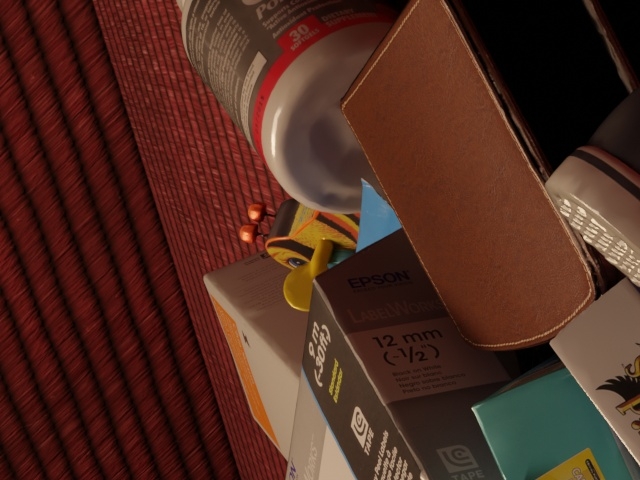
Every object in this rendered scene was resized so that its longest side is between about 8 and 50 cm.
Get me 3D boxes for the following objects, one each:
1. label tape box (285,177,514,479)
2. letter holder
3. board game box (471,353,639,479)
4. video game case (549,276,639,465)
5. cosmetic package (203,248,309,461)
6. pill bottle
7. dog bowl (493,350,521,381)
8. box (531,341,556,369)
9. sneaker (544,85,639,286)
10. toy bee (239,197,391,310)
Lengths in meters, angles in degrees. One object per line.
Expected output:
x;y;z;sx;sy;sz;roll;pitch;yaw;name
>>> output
0.047;0.153;1.263;0.348;0.115;0.249;-123;31;-45;label tape box
0.147;-0.059;1.034;0.214;0.152;0.302;64;168;5;letter holder
0.232;0.222;1.048;0.336;0.079;0.254;66;-158;4;board game box
0.259;0.168;0.885;0.269;0.061;0.244;39;-166;-47;video game case
0.019;0.173;1.985;0.453;0.161;0.230;38;149;65;cosmetic package
-0.021;-0.175;1.484;0.318;0.176;0.176;-127;18;-49;pill bottle
0.111;0.159;1.511;0.349;0.102;0.349;170;90;-86;dog bowl
0.242;0.223;1.347;0.216;0.060;0.270;60;166;30;box
0.266;0.038;0.793;0.321;0.127;0.126;44;176;-6;sneaker
0.000;0.000;1.673;0.195;0.162;0.298;-72;2;-47;toy bee
